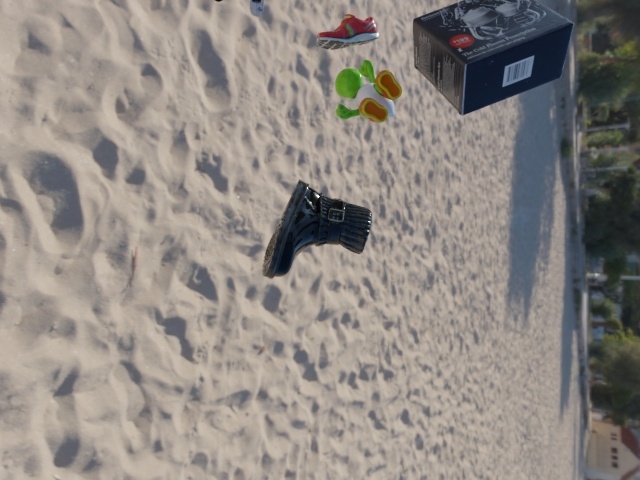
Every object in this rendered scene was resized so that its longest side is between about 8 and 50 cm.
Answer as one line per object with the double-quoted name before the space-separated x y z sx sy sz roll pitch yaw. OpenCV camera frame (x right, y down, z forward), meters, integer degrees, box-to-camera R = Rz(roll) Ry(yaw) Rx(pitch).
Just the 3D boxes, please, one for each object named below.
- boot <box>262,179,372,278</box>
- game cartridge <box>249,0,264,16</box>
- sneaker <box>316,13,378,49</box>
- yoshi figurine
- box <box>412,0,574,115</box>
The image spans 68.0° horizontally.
"boot" 0.002 -0.003 1.360 0.260 0.131 0.348 26 58 -8
"game cartridge" -0.205 -0.946 1.603 0.294 0.060 0.196 108 -13 -58
"sneaker" 0.100 -0.838 1.895 0.278 0.107 0.119 -18 102 -24
"yoshi figurine" 0.141 -0.529 1.684 0.362 0.203 0.203 -123 -158 -68
"box" 0.503 -0.587 1.445 0.179 0.342 0.313 74 -8 -50
